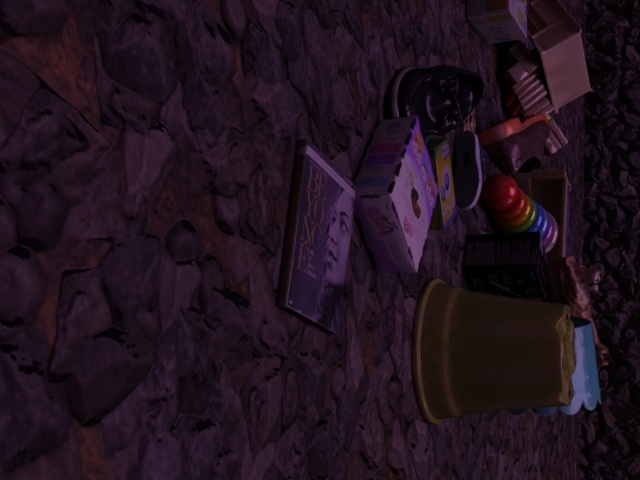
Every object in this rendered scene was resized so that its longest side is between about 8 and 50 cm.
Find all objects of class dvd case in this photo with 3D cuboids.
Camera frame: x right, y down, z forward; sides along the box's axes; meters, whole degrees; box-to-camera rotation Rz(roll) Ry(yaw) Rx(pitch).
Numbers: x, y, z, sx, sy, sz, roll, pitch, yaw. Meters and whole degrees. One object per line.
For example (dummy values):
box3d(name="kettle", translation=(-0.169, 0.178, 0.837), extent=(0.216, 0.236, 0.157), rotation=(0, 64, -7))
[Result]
box3d(name="dvd case", translation=(0.000, 0.000, 1.046), extent=(0.164, 0.018, 0.221), rotation=(37, 55, -59))

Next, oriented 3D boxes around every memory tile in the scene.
box3d(name="memory tile", translation=(0.330, -0.270, 1.774), extent=(0.113, 0.012, 0.148), rotation=(-36, 120, -61))

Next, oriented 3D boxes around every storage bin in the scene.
box3d(name="storage bin", translation=(0.621, -0.539, 2.185), extent=(0.262, 0.123, 0.260), rotation=(50, 15, -52))

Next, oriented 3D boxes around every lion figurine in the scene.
box3d(name="lion figurine", translation=(0.643, 0.198, 2.020), extent=(0.392, 0.142, 0.240), rotation=(57, 18, -67))

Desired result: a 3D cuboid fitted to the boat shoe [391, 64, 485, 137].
box3d(name="boat shoe", translation=(0.223, -0.254, 1.426), extent=(0.340, 0.113, 0.127), rotation=(-25, 111, -63))

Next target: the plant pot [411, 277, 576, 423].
box3d(name="plant pot", translation=(0.331, 0.207, 1.461), extent=(0.276, 0.253, 0.276), rotation=(-2, 90, -64))

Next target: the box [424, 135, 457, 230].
box3d(name="box", translation=(0.218, -0.119, 1.492), extent=(0.105, 0.043, 0.179), rotation=(-40, 123, -60))

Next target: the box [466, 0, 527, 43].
box3d(name="box", translation=(0.420, -0.556, 1.880), extent=(0.203, 0.103, 0.114), rotation=(8, 81, -65))

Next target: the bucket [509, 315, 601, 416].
box3d(name="bucket", translation=(0.495, 0.275, 1.798), extent=(0.281, 0.281, 0.183), rotation=(-7, 93, -65))

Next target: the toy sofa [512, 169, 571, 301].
box3d(name="toy sofa", translation=(0.614, -0.003, 2.202), extent=(0.177, 0.150, 0.363), rotation=(44, 50, -55))

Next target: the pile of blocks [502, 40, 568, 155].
box3d(name="pile of blocks", translation=(0.553, -0.369, 2.182), extent=(0.112, 0.149, 0.362), rotation=(-37, 122, -8))

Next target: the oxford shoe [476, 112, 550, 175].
box3d(name="oxford shoe", translation=(0.492, -0.227, 1.954), extent=(0.363, 0.130, 0.133), rotation=(-20, 85, -54))

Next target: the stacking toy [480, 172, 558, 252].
box3d(name="stacking toy", translation=(0.487, -0.069, 1.968), extent=(0.330, 0.141, 0.141), rotation=(35, 57, -55))

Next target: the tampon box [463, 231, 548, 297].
box3d(name="tampon box", translation=(0.409, 0.055, 1.745), extent=(0.120, 0.160, 0.102), rotation=(56, 40, -50))

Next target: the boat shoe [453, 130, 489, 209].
box3d(name="boat shoe", translation=(0.326, -0.138, 1.684), extent=(0.083, 0.065, 0.184), rotation=(34, 55, -48))

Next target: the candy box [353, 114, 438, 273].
box3d(name="candy box", translation=(0.121, -0.073, 1.248), extent=(0.196, 0.070, 0.165), rotation=(-68, 146, -42))
